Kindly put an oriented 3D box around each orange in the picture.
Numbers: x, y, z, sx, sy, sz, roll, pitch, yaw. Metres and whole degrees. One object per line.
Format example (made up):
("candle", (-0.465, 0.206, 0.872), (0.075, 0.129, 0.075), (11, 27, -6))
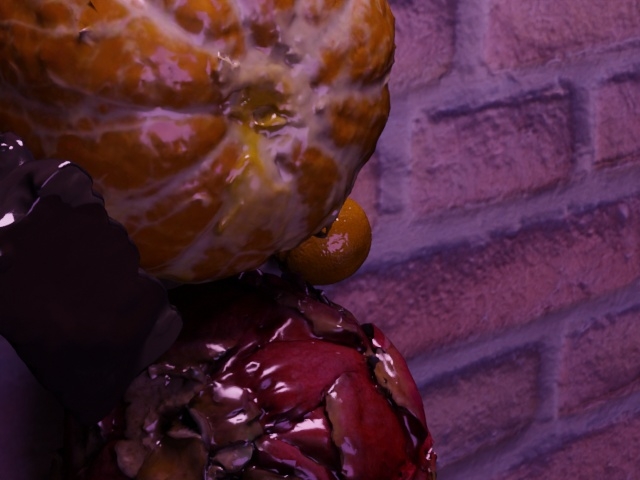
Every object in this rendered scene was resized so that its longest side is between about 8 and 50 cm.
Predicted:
("orange", (-0.102, -0.131, 1.172), (0.329, 0.249, 0.329), (-9, 105, -35))
("orange", (0.000, 0.000, 1.425), (0.095, 0.085, 0.085), (-28, 122, -23))

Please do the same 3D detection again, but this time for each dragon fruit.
("dragon fruit", (-0.059, 0.180, 1.286), (0.329, 0.329, 0.329), (-16, 115, -38))

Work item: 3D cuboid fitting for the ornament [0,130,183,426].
("ornament", (-0.231, -0.025, 1.044), (0.106, 0.260, 0.251), (-43, 144, -14))
